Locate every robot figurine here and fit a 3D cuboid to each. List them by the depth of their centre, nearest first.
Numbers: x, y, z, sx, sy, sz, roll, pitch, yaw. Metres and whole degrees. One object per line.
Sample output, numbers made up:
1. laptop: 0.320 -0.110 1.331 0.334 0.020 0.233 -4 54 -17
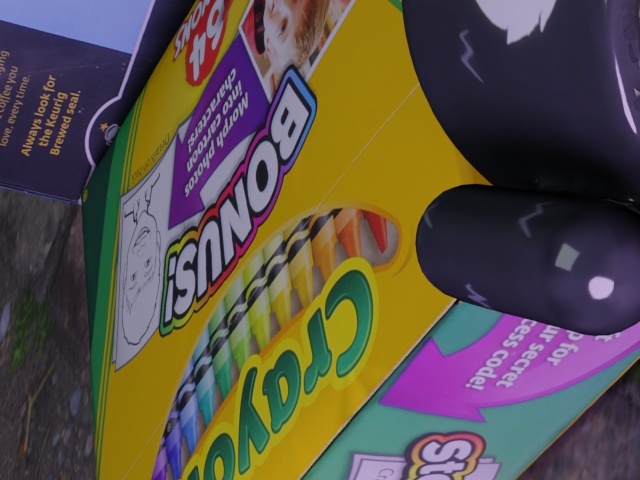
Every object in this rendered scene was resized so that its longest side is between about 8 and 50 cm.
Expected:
1. robot figurine: 0.128 -0.078 0.585 0.278 0.174 0.209 -157 71 -66

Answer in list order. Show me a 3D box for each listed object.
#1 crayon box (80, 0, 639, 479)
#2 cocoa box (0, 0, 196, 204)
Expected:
1. crayon box: 0.000 0.000 0.918 0.363 0.106 0.313 -54 33 43
2. cocoa box: -0.127 -0.219 1.156 0.347 0.228 0.231 -68 25 21
